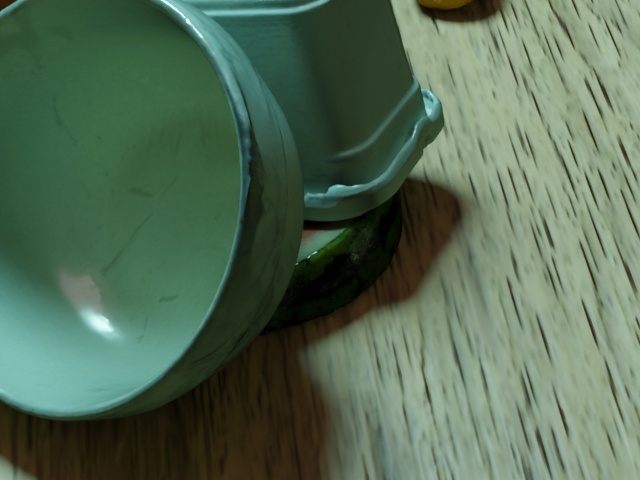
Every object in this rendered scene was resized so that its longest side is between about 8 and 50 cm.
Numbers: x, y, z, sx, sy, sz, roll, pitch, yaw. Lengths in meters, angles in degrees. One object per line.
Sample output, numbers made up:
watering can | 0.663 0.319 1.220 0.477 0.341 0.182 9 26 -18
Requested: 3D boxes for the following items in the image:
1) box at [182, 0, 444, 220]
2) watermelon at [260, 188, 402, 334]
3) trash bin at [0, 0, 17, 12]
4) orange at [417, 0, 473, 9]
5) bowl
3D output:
box | -0.077 -0.139 1.546 0.312 0.182 0.175 3 33 28
watermelon | -0.003 -0.005 1.529 0.119 0.063 0.245 8 39 33
trash bin | -0.329 -0.200 1.641 0.184 0.161 0.239 37 10 36
orange | 0.118 -0.251 1.816 0.083 0.070 0.083 -15 33 10
bowl | -0.136 -0.024 1.405 0.307 0.307 0.163 23 7 30
